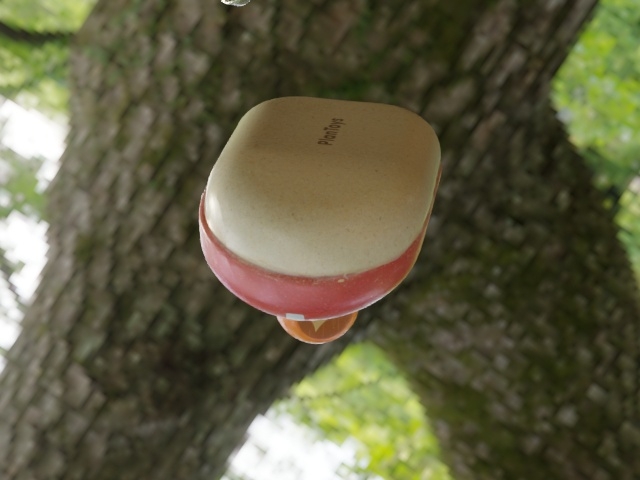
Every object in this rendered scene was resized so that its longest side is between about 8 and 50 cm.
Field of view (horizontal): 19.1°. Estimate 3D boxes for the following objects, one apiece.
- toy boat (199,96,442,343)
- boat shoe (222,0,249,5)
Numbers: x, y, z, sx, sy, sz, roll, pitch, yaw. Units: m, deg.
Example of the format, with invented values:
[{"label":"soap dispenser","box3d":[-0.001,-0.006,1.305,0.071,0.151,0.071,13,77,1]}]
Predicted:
[{"label":"toy boat","box3d":[0.000,0.000,1.290,0.151,0.151,0.231,6,-158,7]},{"label":"boat shoe","box3d":[-0.081,-0.368,1.727,0.104,0.307,0.111,4,-161,-31]}]
